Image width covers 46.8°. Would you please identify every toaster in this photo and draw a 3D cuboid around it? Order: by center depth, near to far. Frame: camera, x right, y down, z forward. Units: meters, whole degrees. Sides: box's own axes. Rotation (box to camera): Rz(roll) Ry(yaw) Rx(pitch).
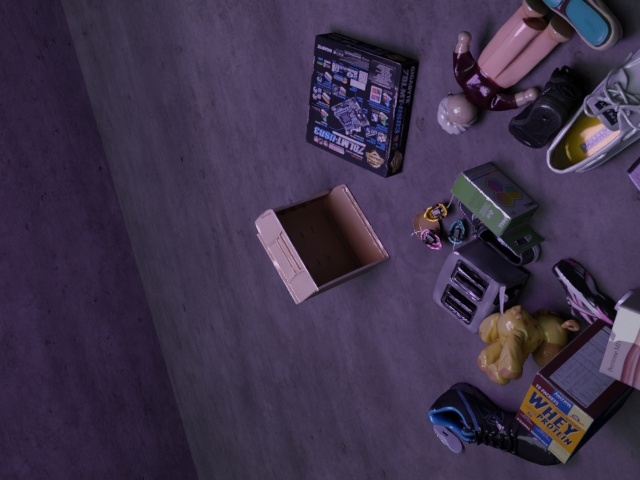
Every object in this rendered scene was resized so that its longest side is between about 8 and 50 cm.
[{"bbox_3d":[0.365,0.100,1.724,0.186,0.110,0.168,42,133,29],"label":"toaster"}]

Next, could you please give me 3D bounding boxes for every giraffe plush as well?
[{"bbox_3d":[0.458,0.213,1.611,0.181,0.171,0.210,-138,57,-74],"label":"giraffe plush"}]

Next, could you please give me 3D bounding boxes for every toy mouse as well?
[{"bbox_3d":[0.300,-0.019,1.791,0.161,0.031,0.143,-31,88,35],"label":"toy mouse"}]

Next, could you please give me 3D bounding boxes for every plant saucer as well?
[{"bbox_3d":[0.269,-0.035,1.848,0.083,0.015,0.083,21,121,41],"label":"plant saucer"}]

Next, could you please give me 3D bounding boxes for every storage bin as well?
[{"bbox_3d":[0.000,0.000,1.978,0.260,0.262,0.123,60,142,10],"label":"storage bin"}]

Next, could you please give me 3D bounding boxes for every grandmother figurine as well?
[{"bbox_3d":[0.356,-0.350,1.541,0.208,0.104,0.342,51,137,12],"label":"grandmother figurine"}]

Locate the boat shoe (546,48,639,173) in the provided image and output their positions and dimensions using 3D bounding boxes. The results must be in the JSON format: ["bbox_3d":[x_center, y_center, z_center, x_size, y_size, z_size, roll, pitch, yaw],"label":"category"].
[{"bbox_3d":[0.538,-0.243,1.337,0.135,0.156,0.367,58,140,13],"label":"boat shoe"}]

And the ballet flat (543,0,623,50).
[{"bbox_3d":[0.476,-0.452,1.379,0.248,0.086,0.086,61,140,18],"label":"ballet flat"}]

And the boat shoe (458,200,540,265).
[{"bbox_3d":[0.387,-0.023,1.670,0.228,0.076,0.080,48,136,23],"label":"boat shoe"}]

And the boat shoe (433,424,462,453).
[{"bbox_3d":[0.344,0.538,2.008,0.100,0.035,0.035,42,161,23],"label":"boat shoe"}]

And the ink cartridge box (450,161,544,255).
[{"bbox_3d":[0.397,-0.074,1.611,0.209,0.109,0.062,48,137,23],"label":"ink cartridge box"}]

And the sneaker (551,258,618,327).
[{"bbox_3d":[0.546,0.125,1.561,0.178,0.072,0.077,54,140,19],"label":"sneaker"}]

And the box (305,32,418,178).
[{"bbox_3d":[0.094,-0.343,1.867,0.295,0.073,0.293,30,128,37],"label":"box"}]

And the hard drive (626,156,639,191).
[{"bbox_3d":[0.682,-0.087,1.323,0.254,0.054,0.172,51,138,21],"label":"hard drive"}]

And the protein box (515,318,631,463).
[{"bbox_3d":[0.534,0.309,1.515,0.136,0.201,0.199,42,151,29],"label":"protein box"}]

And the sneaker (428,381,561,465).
[{"bbox_3d":[0.421,0.468,1.801,0.341,0.140,0.125,18,117,42],"label":"sneaker"}]

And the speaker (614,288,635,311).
[{"bbox_3d":[0.655,0.159,1.465,0.136,0.055,0.055,45,135,27],"label":"speaker"}]

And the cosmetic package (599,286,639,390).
[{"bbox_3d":[0.662,0.210,1.279,0.296,0.129,0.153,23,119,36],"label":"cosmetic package"}]

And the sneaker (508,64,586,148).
[{"bbox_3d":[0.458,-0.264,1.478,0.087,0.130,0.227,41,170,5],"label":"sneaker"}]
